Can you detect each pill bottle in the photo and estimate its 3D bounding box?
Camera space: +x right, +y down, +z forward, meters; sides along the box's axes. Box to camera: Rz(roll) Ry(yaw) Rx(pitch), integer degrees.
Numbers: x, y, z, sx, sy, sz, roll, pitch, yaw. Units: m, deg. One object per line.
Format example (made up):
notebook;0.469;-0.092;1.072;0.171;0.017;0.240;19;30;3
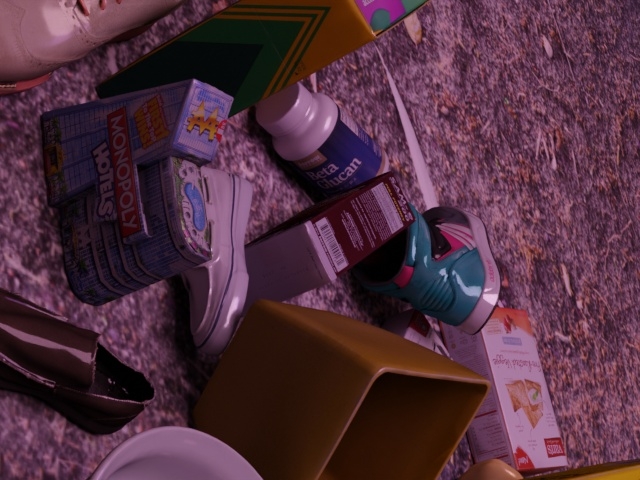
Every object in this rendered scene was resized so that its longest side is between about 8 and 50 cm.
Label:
pill bottle;0.000;-0.121;1.623;0.169;0.094;0.094;40;40;-37

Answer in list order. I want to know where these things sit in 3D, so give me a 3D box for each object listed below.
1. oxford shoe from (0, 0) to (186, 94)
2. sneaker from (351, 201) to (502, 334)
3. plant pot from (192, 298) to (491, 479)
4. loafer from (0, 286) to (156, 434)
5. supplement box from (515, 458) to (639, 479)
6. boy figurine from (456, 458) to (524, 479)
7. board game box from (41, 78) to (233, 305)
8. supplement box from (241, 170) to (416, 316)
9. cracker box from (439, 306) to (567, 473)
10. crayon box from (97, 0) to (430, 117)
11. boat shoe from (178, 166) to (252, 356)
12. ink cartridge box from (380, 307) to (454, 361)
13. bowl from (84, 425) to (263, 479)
oxford shoe;-0.237;-0.251;1.287;0.140;0.146;0.397;62;32;-11
sneaker;0.116;0.005;1.706;0.178;0.124;0.295;27;17;-15
plant pot;0.003;0.171;1.312;0.187;0.212;0.212;37;14;35
loafer;-0.226;0.095;1.149;0.220;0.078;0.080;36;43;-41
supplement box;0.302;0.371;1.555;0.356;0.195;0.194;-2;78;-35
boy figurine;0.274;0.399;1.719;0.285;0.092;0.177;51;35;-25
board game box;-0.166;-0.062;1.232;0.060;0.194;0.194;19;55;-51
supplement box;0.000;0.000;1.511;0.239;0.130;0.073;-32;98;-60
cracker box;0.254;0.210;1.830;0.155;0.067;0.232;9;64;-54
crayon box;-0.022;-0.240;1.452;0.106;0.313;0.363;61;32;-10
boat shoe;-0.123;0.018;1.378;0.076;0.083;0.226;22;44;-22
ink cartridge box;0.125;0.168;1.667;0.135;0.056;0.099;56;32;-17
bowl;-0.143;0.313;1.087;0.298;0.134;0.298;36;43;-43
